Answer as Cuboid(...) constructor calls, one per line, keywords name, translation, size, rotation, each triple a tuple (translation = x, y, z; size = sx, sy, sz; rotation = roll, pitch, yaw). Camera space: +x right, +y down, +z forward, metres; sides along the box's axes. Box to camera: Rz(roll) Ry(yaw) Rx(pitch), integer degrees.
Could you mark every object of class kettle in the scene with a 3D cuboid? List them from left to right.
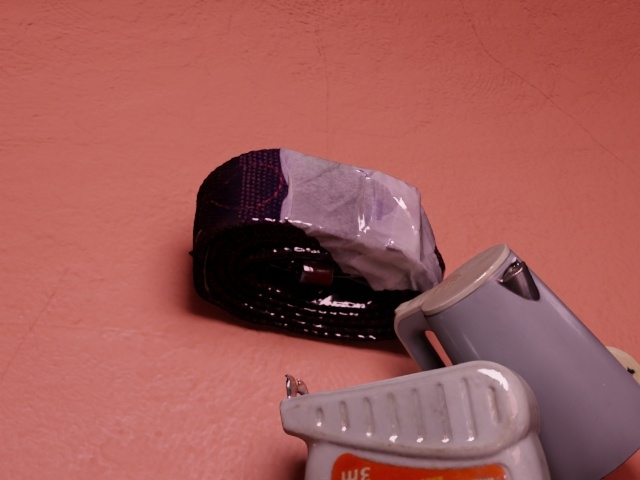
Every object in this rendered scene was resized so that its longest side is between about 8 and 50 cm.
Cuboid(name="kettle", translation=(0.204, 0.137, 1.550), size=(0.243, 0.211, 0.160), rotation=(52, 51, -5))

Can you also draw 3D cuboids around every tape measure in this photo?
Cuboid(name="tape measure", translation=(0.101, 0.233, 1.432), size=(0.243, 0.125, 0.246), rotation=(-12, 79, 16))

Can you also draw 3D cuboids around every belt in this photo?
Cuboid(name="belt", translation=(0.000, 0.000, 1.638), size=(0.289, 0.184, 0.164), rotation=(14, 41, -12))

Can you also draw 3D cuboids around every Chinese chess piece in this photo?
Cuboid(name="Chinese chess piece", translation=(0.334, 0.161, 1.689), size=(0.084, 0.034, 0.084), rotation=(10, 46, -10))
